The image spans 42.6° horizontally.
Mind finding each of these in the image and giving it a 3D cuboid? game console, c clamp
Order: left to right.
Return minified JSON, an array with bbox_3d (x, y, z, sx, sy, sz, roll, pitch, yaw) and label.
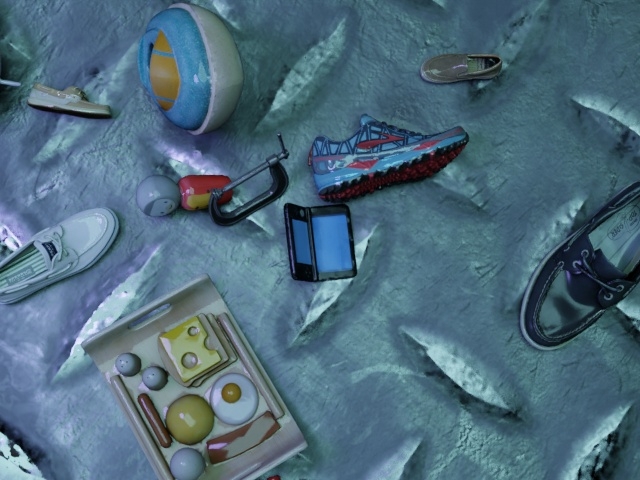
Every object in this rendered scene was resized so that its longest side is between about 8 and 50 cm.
[{"bbox_3d":[-0.111,-0.089,1.272,0.160,0.137,0.022,-35,59,-3],"label":"c clamp"},{"bbox_3d":[0.000,0.000,1.290,0.071,0.107,0.122,-11,79,24],"label":"game console"}]

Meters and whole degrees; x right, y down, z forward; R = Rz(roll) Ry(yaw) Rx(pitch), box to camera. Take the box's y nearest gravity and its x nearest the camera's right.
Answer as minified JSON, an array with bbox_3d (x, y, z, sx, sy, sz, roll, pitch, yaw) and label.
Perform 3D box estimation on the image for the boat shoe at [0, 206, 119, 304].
[{"bbox_3d":[-0.409,0.024,1.258,0.226,0.076,0.083,-38,85,-8],"label":"boat shoe"}]

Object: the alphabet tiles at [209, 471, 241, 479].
[{"bbox_3d":[-0.169,0.443,1.162,0.198,0.009,0.237,7,52,30],"label":"alphabet tiles"}]

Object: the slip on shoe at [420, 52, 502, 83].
[{"bbox_3d":[0.234,-0.289,1.363,0.135,0.041,0.051,1,80,-3],"label":"slip on shoe"}]

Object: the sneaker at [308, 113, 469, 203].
[{"bbox_3d":[0.107,-0.155,1.304,0.262,0.104,0.125,-16,75,-10],"label":"sneaker"}]

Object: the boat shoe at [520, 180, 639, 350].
[{"bbox_3d":[0.446,0.032,1.284,0.340,0.113,0.127,-42,85,-9],"label":"boat shoe"}]

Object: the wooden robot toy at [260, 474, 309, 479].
[{"bbox_3d":[-0.082,0.395,1.212,0.173,0.079,0.076,-17,82,-6],"label":"wooden robot toy"}]

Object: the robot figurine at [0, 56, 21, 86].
[{"bbox_3d":[-0.636,-0.299,1.237,0.353,0.200,0.300,33,62,3],"label":"robot figurine"}]

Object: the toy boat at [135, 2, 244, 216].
[{"bbox_3d":[-0.211,-0.192,1.238,0.148,0.267,0.318,-8,109,-25],"label":"toy boat"}]

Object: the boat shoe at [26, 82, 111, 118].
[{"bbox_3d":[-0.400,-0.225,1.314,0.135,0.050,0.045,10,85,-1],"label":"boat shoe"}]

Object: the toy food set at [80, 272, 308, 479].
[{"bbox_3d":[-0.189,0.228,1.219,0.220,0.092,0.306,-30,78,-8],"label":"toy food set"}]
